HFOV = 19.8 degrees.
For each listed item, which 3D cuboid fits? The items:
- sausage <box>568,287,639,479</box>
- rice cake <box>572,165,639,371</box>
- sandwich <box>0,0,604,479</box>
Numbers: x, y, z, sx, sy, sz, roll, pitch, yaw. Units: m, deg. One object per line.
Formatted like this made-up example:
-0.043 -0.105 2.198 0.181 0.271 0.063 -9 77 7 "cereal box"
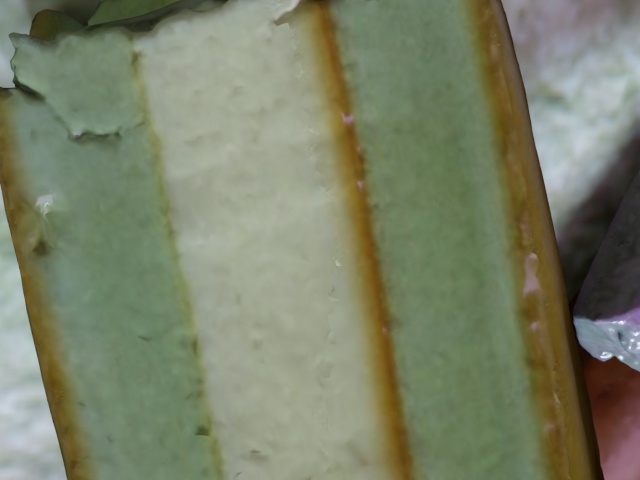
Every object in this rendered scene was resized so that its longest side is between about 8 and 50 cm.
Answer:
0.128 0.059 0.741 0.089 0.083 0.300 35 98 -7 "sausage"
0.146 -0.044 0.674 0.206 0.036 0.047 -61 150 -23 "rice cake"
-0.001 0.000 0.600 0.155 0.227 0.198 -12 91 5 "sandwich"
